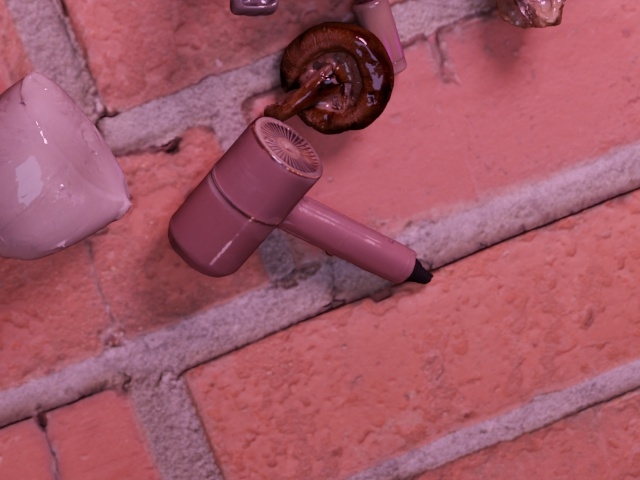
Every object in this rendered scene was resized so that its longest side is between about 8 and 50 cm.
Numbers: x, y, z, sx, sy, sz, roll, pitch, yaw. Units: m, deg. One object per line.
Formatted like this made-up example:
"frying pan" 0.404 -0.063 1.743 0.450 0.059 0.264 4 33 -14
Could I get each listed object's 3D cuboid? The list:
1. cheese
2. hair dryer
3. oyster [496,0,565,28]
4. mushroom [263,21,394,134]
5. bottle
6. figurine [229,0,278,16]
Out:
"cheese" -0.334 -0.069 1.685 0.189 0.154 0.198 -32 111 5
"hair dryer" 0.000 0.000 1.803 0.344 0.106 0.189 27 119 -30
"oyster" 0.240 -0.362 1.750 0.162 0.107 0.232 -10 91 -3
"mushroom" 0.006 -0.186 1.757 0.171 0.080 0.135 -25 96 14
"bottle" 0.072 -0.245 1.770 0.045 0.045 0.096 -22 113 -4
"figurine" -0.003 -0.401 1.640 0.342 0.167 0.285 -43 109 3
